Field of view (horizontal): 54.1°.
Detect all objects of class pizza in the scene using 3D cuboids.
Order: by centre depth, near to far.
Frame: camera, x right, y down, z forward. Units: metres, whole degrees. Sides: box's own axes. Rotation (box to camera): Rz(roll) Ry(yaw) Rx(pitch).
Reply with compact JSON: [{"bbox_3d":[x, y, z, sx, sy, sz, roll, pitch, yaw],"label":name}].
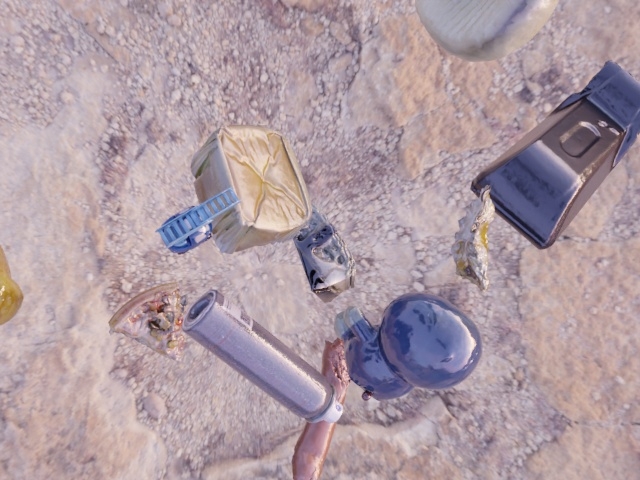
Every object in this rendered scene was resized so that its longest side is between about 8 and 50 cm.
[{"bbox_3d":[-0.358,0.201,1.399,0.185,0.052,0.195,-32,115,-16],"label":"pizza"}]

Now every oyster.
[{"bbox_3d":[0.204,-0.012,0.833,0.045,0.146,0.122,8,106,5],"label":"oyster"}]

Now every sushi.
[{"bbox_3d":[0.000,-0.005,1.427,0.109,0.134,0.273,-22,73,4],"label":"sushi"}]

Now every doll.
[{"bbox_3d":[0.152,0.181,1.079,0.228,0.258,0.154,41,39,-13],"label":"doll"}]

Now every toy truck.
[{"bbox_3d":[-0.187,-0.033,0.977,0.136,0.074,0.063,-33,87,-10],"label":"toy truck"}]

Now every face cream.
[{"bbox_3d":[-0.073,0.180,0.911,0.283,0.073,0.073,43,84,-23],"label":"face cream"}]

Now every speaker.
[{"bbox_3d":[0.467,-0.171,1.167,0.180,0.184,0.388,43,50,11],"label":"speaker"}]

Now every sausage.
[{"bbox_3d":[0.007,0.344,1.275,0.078,0.078,0.304,19,71,-4],"label":"sausage"}]

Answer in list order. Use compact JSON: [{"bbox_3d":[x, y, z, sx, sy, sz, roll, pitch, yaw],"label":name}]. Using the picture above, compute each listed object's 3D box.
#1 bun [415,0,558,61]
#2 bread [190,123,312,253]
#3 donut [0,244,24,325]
[{"bbox_3d":[0.225,-0.346,0.814,0.127,0.222,0.222,-15,88,-44],"label":"bun"},{"bbox_3d":[-0.123,-0.090,1.114,0.192,0.110,0.210,-12,79,-46],"label":"bread"},{"bbox_3d":[-0.537,0.071,0.811,0.261,0.208,0.128,-20,75,3],"label":"donut"}]
